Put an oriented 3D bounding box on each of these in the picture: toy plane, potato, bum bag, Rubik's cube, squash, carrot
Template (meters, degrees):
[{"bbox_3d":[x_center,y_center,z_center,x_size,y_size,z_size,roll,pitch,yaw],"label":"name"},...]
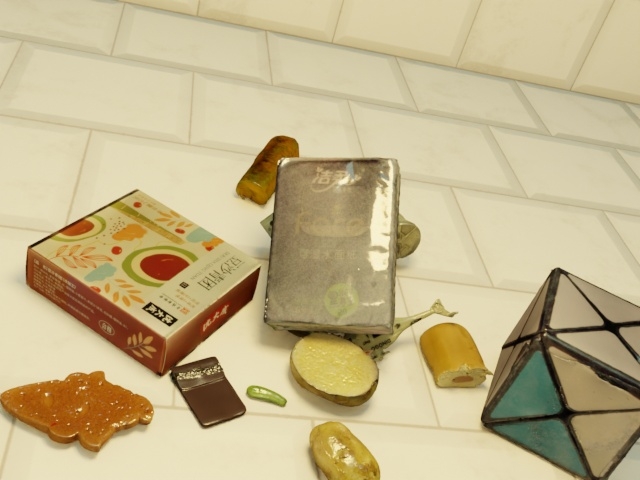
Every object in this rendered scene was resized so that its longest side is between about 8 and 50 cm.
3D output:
[{"bbox_3d":[0.176,0.202,1.730,0.286,0.092,0.108,-24,83,-10],"label":"toy plane"},{"bbox_3d":[0.048,0.422,1.433,0.107,0.080,0.170,1,36,-42],"label":"potato"},{"bbox_3d":[0.027,0.286,1.605,0.200,0.081,0.164,28,46,19],"label":"potato"},{"bbox_3d":[-0.228,0.304,1.516,0.109,0.026,0.159,-12,46,-36],"label":"bum bag"},{"bbox_3d":[0.563,0.298,1.633,0.307,0.305,0.310,28,35,10],"label":"Rubik's cube"},{"bbox_3d":[-0.111,0.321,1.546,0.089,0.027,0.027,17,36,-4],"label":"squash"},{"bbox_3d":[-0.146,-0.204,2.157,0.114,0.114,0.302,22,40,7],"label":"carrot"}]

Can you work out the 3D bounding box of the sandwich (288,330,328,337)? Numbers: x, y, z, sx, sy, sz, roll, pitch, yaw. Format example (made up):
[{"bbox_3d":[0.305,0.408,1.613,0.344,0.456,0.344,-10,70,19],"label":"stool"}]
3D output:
[{"bbox_3d":[-0.047,0.194,1.734,0.135,0.029,0.067,31,34,20],"label":"sandwich"}]

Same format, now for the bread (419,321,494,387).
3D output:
[{"bbox_3d":[0.313,0.264,1.745,0.134,0.085,0.173,3,38,-19],"label":"bread"}]

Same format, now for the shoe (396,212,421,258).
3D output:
[{"bbox_3d":[0.082,-0.029,2.015,0.341,0.132,0.210,-1,21,-9],"label":"shoe"}]

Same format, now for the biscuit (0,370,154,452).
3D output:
[{"bbox_3d":[-0.454,0.316,1.394,0.280,0.043,0.183,5,34,-9],"label":"biscuit"}]

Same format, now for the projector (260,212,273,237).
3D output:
[{"bbox_3d":[0.000,0.000,1.821,0.198,0.108,0.250,-36,74,-2],"label":"projector"}]

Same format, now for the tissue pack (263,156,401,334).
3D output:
[{"bbox_3d":[0.031,0.010,1.688,0.287,0.124,0.394,2,73,8],"label":"tissue pack"}]

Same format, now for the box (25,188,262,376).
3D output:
[{"bbox_3d":[-0.388,0.076,1.668,0.385,0.122,0.344,30,37,16],"label":"box"}]
